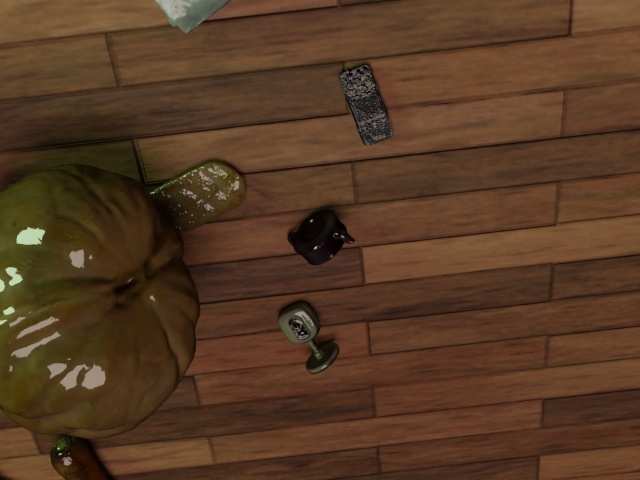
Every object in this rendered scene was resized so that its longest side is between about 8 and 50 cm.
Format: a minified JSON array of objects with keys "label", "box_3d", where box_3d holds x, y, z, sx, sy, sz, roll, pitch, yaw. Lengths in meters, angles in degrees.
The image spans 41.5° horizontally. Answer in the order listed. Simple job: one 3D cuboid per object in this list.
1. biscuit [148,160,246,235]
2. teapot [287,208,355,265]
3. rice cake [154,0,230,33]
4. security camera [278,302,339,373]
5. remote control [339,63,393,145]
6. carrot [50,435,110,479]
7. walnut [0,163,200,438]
[{"label":"biscuit","box_3d":[-0.157,-0.046,1.010,0.147,0.018,0.071,-26,122,13]},{"label":"teapot","box_3d":[0.000,0.000,1.026,0.100,0.068,0.045,-7,137,46]},{"label":"rice cake","box_3d":[-0.084,-0.281,0.827,0.206,0.063,0.069,-29,119,15]},{"label":"security camera","box_3d":[-0.020,0.127,1.124,0.058,0.058,0.092,-31,113,17]},{"label":"remote control","box_3d":[0.052,-0.154,0.954,0.039,0.014,0.096,-18,122,9]},{"label":"carrot","box_3d":[-0.346,0.348,1.252,0.055,0.055,0.161,-16,131,7]},{"label":"walnut","box_3d":[-0.276,0.074,0.933,0.285,0.285,0.296,-24,97,13]}]
